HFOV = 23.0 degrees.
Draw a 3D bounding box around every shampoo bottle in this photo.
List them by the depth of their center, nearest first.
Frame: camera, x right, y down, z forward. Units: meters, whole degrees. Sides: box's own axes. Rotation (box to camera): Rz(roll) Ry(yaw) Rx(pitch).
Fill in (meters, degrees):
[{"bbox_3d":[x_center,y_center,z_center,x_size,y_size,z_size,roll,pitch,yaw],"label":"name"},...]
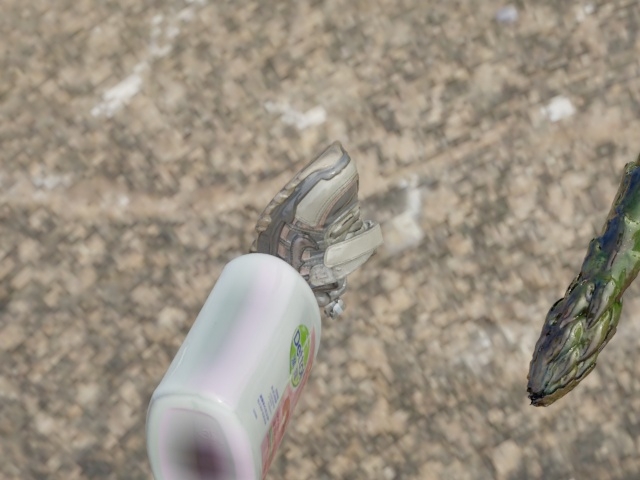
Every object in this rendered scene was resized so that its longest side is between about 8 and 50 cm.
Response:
[{"bbox_3d":[-0.030,0.052,0.608,0.043,0.072,0.099,10,40,14],"label":"shampoo bottle"}]

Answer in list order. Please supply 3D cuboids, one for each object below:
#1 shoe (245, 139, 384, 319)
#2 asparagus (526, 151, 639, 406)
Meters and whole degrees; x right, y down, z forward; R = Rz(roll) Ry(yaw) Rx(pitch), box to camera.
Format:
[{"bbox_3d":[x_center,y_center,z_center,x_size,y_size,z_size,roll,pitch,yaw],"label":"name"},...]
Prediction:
[{"bbox_3d":[0.000,0.000,1.305,0.092,0.180,0.089,40,54,8],"label":"shoe"},{"bbox_3d":[0.143,0.009,0.760,0.036,0.030,0.165,30,95,45],"label":"asparagus"}]
